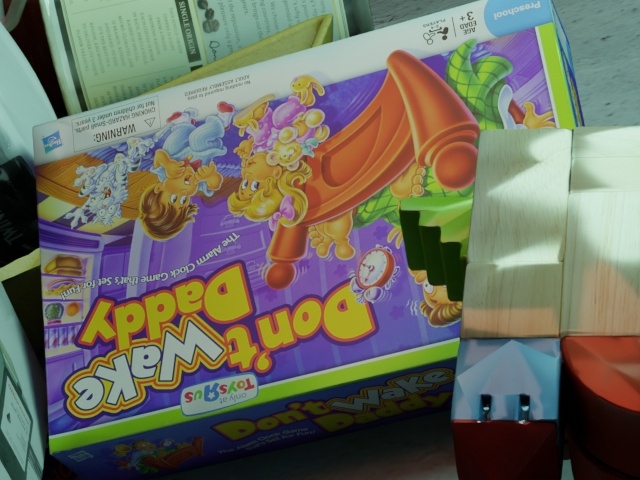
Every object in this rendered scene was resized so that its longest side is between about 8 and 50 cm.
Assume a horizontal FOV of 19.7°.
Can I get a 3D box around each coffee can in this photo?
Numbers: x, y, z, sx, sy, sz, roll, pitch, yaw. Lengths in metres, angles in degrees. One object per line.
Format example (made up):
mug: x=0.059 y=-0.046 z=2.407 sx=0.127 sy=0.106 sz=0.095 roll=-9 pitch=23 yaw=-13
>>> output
coffee can: x=-0.103 y=-0.211 z=1.653 sx=0.275 sy=0.201 sz=0.201 roll=-13 pitch=23 yaw=-2

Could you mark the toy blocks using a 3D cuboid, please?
toy blocks: x=0.212 y=0.067 z=0.869 sx=0.381 sy=0.190 sz=0.261 roll=0 pitch=46 yaw=11

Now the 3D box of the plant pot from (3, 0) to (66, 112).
plant pot: x=-0.236 y=-0.256 z=1.861 sx=0.265 sy=0.272 sz=0.272 roll=-14 pitch=22 yaw=-6

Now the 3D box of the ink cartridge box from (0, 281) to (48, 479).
ink cartridge box: x=-0.276 y=0.137 z=1.041 sx=0.211 sy=0.121 sz=0.289 roll=-20 pitch=23 yaw=3

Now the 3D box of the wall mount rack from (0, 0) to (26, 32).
wall mount rack: x=-0.329 y=-0.277 z=1.619 sx=0.304 sy=0.130 sz=0.350 roll=-25 pitch=60 yaw=21

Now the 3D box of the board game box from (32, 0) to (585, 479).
board game box: x=0.000 y=0.000 z=1.141 sx=0.347 sy=0.078 sz=0.233 roll=-15 pitch=61 yaw=12

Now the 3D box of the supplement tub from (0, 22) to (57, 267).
supplement tub: x=-0.357 y=-0.026 z=1.297 sx=0.338 sy=0.207 sz=0.207 roll=-27 pitch=22 yaw=4

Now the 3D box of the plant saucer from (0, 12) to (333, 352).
plant saucer: x=-0.139 y=-0.028 z=1.429 sx=0.333 sy=0.081 sz=0.332 roll=-22 pitch=20 yaw=19

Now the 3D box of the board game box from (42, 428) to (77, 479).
board game box: x=-0.348 y=0.195 z=1.185 sx=0.347 sy=0.056 sz=0.208 roll=-5 pitch=23 yaw=31
